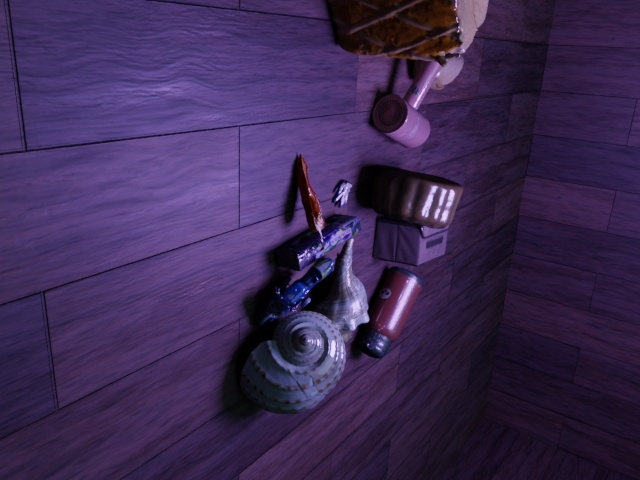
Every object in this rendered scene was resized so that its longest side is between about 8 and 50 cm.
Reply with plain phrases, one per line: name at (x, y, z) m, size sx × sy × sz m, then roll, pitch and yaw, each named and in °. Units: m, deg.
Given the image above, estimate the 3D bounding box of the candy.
candy at (0.000, 0.000, 1.617) m, size 0.312 × 0.088 × 0.061 m, roll -31°, pitch 123°, yaw -46°

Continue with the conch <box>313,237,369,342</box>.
conch at (0.078, 0.185, 1.740) m, size 0.170 × 0.203 × 0.386 m, roll 20°, pitch 99°, yaw -15°

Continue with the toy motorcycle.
toy motorcycle at (-0.067, 0.139, 1.523) m, size 0.254 × 0.092 × 0.135 m, roll -40°, pitch 176°, yaw -18°

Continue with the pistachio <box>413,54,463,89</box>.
pistachio at (0.400, -0.593, 1.927) m, size 0.238 × 0.138 × 0.153 m, roll -24°, pitch 95°, yaw -42°

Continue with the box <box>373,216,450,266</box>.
box at (0.331, -0.011, 2.033) m, size 0.252 × 0.188 × 0.153 m, roll -17°, pitch 115°, yaw -56°

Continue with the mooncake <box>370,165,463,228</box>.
mooncake at (0.304, -0.140, 1.837) m, size 0.290 × 0.290 × 0.161 m, roll -5°, pitch 111°, yaw -56°

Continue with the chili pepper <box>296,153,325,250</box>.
chili pepper at (-0.029, -0.101, 1.527) m, size 0.059 × 0.051 × 0.267 m, roll -24°, pitch 99°, yaw -50°

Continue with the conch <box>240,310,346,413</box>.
conch at (-0.058, 0.364, 1.566) m, size 0.303 × 0.215 × 0.319 m, roll -39°, pitch 141°, yaw -24°

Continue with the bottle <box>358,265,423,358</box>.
bottle at (0.247, 0.268, 2.067) m, size 0.336 × 0.144 × 0.144 m, roll -60°, pitch 145°, yaw -16°

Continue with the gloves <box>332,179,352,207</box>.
gloves at (0.066, -0.142, 1.718) m, size 0.064 × 0.026 × 0.086 m, roll 8°, pitch 102°, yaw -56°

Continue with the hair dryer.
hair dryer at (0.325, -0.474, 1.802) m, size 0.210 × 0.125 × 0.352 m, roll 12°, pitch 113°, yaw -58°

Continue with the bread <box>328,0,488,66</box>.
bread at (0.216, -0.666, 1.397) m, size 0.279 × 0.390 × 0.371 m, roll -50°, pitch 139°, yaw -25°
